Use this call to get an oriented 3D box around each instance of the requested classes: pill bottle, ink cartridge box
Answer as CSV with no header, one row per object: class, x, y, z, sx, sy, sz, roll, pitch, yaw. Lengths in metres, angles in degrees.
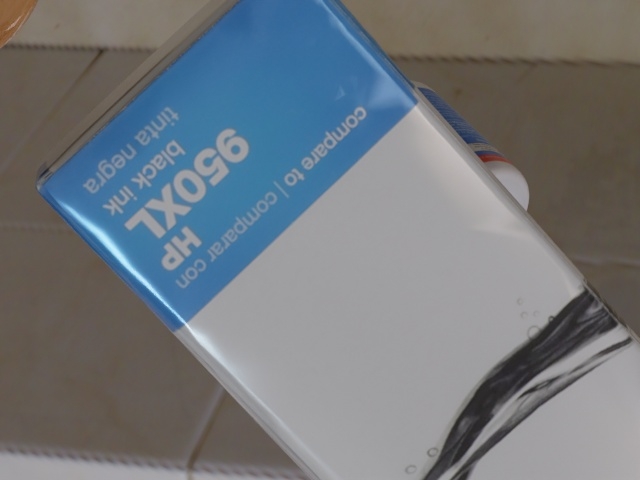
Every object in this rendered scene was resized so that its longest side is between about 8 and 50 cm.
pill bottle,0.094,-0.080,1.561,0.124,0.221,0.124,-22,137,-21
ink cartridge box,0.038,0.053,0.863,0.166,0.285,0.395,-44,100,-4

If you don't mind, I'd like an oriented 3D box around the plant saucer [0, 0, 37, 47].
plant saucer,-0.313,-0.230,1.236,0.200,0.037,0.200,1,85,-9
